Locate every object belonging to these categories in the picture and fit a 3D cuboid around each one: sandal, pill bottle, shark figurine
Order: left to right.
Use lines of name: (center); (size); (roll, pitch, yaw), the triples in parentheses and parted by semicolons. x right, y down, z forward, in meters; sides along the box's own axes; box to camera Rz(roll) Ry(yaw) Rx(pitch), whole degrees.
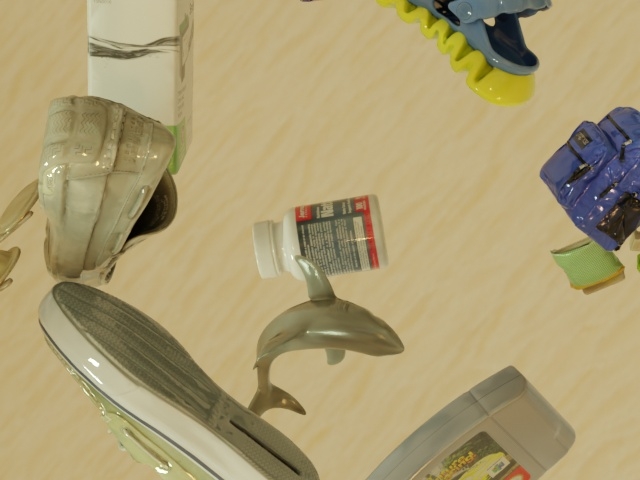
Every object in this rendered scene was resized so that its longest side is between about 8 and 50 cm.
shark figurine: (-0.045, 0.136, 1.593); (0.166, 0.278, 0.116); (52, -137, 1)
pill bottle: (0.000, 0.000, 1.851); (0.108, 0.180, 0.108); (-9, -90, -87)
sandal: (0.156, -0.302, 1.546); (0.317, 0.138, 0.126); (42, -146, 17)

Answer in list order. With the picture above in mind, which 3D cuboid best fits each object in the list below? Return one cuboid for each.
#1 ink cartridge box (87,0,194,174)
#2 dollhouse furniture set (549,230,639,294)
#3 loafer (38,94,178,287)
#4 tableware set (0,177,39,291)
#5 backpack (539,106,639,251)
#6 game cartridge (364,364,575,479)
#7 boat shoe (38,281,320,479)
ink cartridge box: (-0.178, -0.192, 1.330); (0.093, 0.219, 0.160); (3, -162, 0)
dollhouse furniture set: (0.332, 0.026, 1.428); (0.076, 0.152, 0.058); (45, -149, -37)
loafer: (-0.181, -0.026, 1.150); (0.112, 0.112, 0.319); (8, 162, -7)
tableware set: (-0.298, 0.018, 1.173); (0.020, 0.141, 0.168); (41, -144, -24)
backpack: (0.279, -0.067, 1.253); (0.101, 0.120, 0.098); (33, -161, -33)
game cartridge: (0.162, 0.288, 1.605); (0.196, 0.294, 0.060); (44, -175, -42)
boat shoe: (-0.139, 0.160, 1.168); (0.302, 0.094, 0.109); (41, -159, -2)
